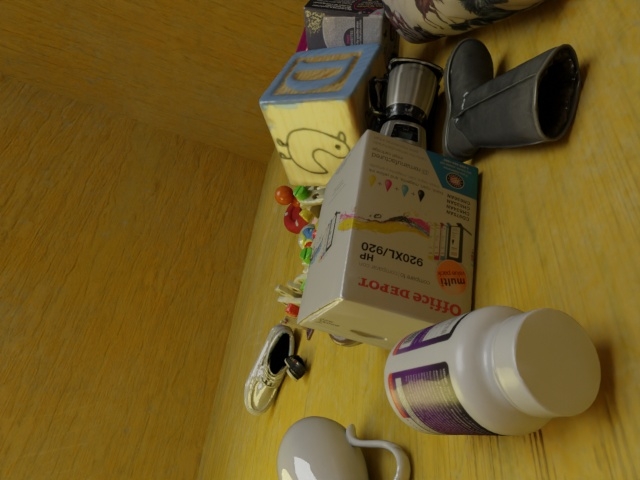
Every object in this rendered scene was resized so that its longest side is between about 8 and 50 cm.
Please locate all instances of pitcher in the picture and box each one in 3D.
[{"bbox_3d":[0.030,0.318,0.699,0.177,0.125,0.207,-52,25,0],"label":"pitcher"}]

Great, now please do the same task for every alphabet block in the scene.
[{"bbox_3d":[0.026,-0.237,0.973,0.193,0.193,0.197,-62,-35,-37],"label":"alphabet block"}]

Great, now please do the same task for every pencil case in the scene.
[{"bbox_3d":[0.214,-0.404,0.734,0.410,0.160,0.183,-120,34,-73],"label":"pencil case"}]

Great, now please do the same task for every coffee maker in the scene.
[{"bbox_3d":[0.148,-0.192,0.879,0.171,0.120,0.178,46,-127,-59],"label":"coffee maker"}]

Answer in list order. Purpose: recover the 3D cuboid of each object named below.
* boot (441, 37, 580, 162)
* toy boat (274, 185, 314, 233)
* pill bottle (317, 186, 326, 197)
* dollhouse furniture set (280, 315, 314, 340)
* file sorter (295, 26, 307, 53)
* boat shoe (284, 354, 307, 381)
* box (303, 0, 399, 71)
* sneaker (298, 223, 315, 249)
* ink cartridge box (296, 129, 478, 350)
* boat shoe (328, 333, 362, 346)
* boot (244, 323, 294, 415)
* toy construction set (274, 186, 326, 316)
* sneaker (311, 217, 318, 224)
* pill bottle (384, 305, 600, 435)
[{"bbox_3d":[0.222,-0.191,0.616,0.208,0.076,0.189,157,115,-82],"label":"boot"},{"bbox_3d":[-0.067,-0.122,1.544,0.231,0.151,0.150,125,159,-52],"label":"toy boat"},{"bbox_3d":[0.040,-0.205,1.244,0.136,0.136,0.245,-91,22,-54],"label":"pill bottle"},{"bbox_3d":[-0.049,0.168,1.250,0.091,0.081,0.114,-101,31,-64],"label":"dollhouse furniture set"},{"bbox_3d":[0.023,-0.428,1.290,0.290,0.182,0.202,119,161,-44],"label":"file sorter"},{"bbox_3d":[-0.057,0.299,1.211,0.042,0.049,0.133,-45,5,-5],"label":"boat shoe"},{"bbox_3d":[0.072,-0.382,1.048,0.247,0.164,0.142,84,-154,-50],"label":"box"},{"bbox_3d":[0.018,0.002,1.219,0.126,0.091,0.240,-54,27,22],"label":"sneaker"},{"bbox_3d":[0.091,0.012,0.680,0.168,0.171,0.232,133,151,-62],"label":"ink cartridge box"},{"bbox_3d":[0.085,0.041,0.848,0.109,0.098,0.302,-13,52,35],"label":"boat shoe"},{"bbox_3d":[-0.137,0.349,1.346,0.123,0.095,0.258,155,132,-82],"label":"boot"},{"bbox_3d":[0.000,0.000,1.039,0.215,0.151,0.327,8,78,42],"label":"toy construction set"},{"bbox_3d":[-0.001,-0.047,1.404,0.134,0.051,0.070,129,157,-49],"label":"sneaker"},{"bbox_3d":[0.145,0.120,0.458,0.193,0.108,0.108,134,151,-63],"label":"pill bottle"}]
